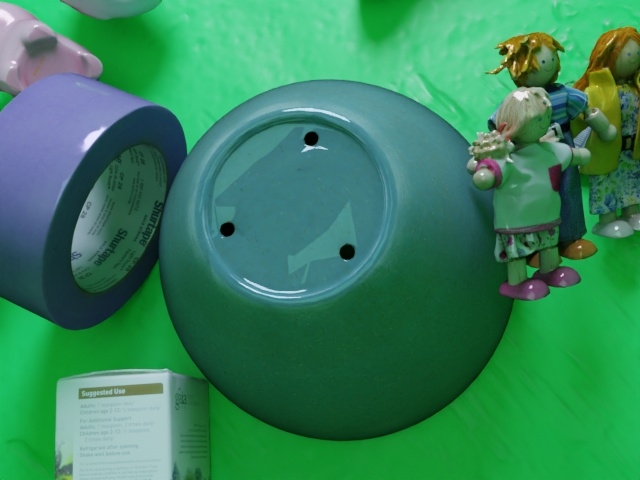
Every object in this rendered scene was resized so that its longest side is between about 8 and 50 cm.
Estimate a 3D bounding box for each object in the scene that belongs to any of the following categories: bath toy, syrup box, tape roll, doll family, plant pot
[{"bbox_3d":[-0.274,-0.145,0.763,0.151,0.129,0.348,34,86,-28],"label":"bath toy"},{"bbox_3d":[-0.142,0.222,0.660,0.096,0.093,0.237,-7,76,10],"label":"syrup box"},{"bbox_3d":[-0.189,-0.030,0.679,0.080,0.189,0.189,22,82,15],"label":"tape roll"},{"bbox_3d":[0.185,-0.071,0.620,0.263,0.118,0.163,-16,107,-26],"label":"doll family"},{"bbox_3d":[0.000,0.000,0.634,0.290,0.195,0.290,-2,77,10],"label":"plant pot"}]

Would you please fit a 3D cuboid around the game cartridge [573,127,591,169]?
[{"bbox_3d":[0.192,-0.091,0.712,0.083,0.017,0.056,30,80,16],"label":"game cartridge"}]
